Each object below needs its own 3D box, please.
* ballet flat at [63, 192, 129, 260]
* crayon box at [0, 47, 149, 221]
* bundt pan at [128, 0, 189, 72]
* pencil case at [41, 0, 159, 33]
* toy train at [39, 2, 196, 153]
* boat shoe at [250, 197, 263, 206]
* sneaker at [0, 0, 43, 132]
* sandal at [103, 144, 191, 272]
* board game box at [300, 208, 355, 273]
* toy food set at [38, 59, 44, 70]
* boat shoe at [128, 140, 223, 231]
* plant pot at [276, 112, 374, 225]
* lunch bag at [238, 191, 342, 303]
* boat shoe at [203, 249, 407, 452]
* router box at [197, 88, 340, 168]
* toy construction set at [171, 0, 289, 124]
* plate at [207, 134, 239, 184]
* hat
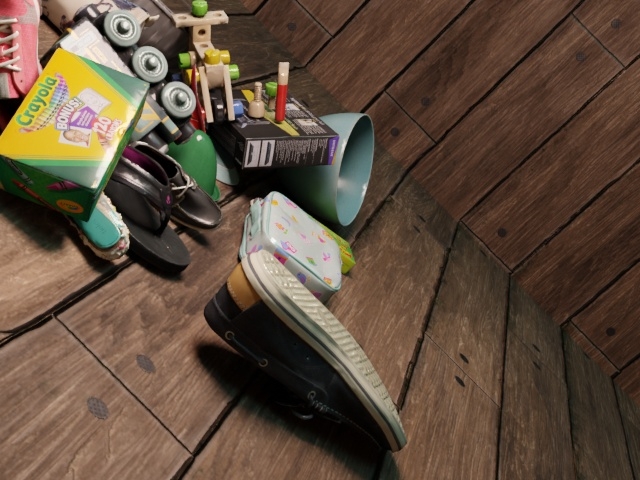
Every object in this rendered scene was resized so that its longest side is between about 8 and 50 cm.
[{"bbox_3d":[-0.390,-0.059,1.568,0.241,0.091,0.077,57,-10,19],"label":"ballet flat"},{"bbox_3d":[-0.399,-0.175,1.533,0.165,0.081,0.278,21,46,-7],"label":"crayon box"},{"bbox_3d":[-0.426,-0.536,2.348,0.331,0.124,0.331,43,4,-4],"label":"bundt pan"},{"bbox_3d":[-0.565,-0.576,2.123,0.410,0.160,0.183,44,43,-3],"label":"pencil case"},{"bbox_3d":[-0.395,-0.303,1.891,0.334,0.142,0.190,52,57,-15],"label":"toy train"},{"bbox_3d":[-0.073,-0.034,2.203,0.206,0.065,0.075,45,18,-2],"label":"boat shoe"},{"bbox_3d":[-0.501,-0.298,1.539,0.314,0.116,0.136,92,-10,-47],"label":"sneaker"},{"bbox_3d":[-0.367,-0.134,1.695,0.446,0.107,0.167,52,19,11],"label":"sandal"},{"bbox_3d":[0.000,0.000,2.326,0.181,0.043,0.092,35,21,-29],"label":"board game box"},{"bbox_3d":[-0.545,-0.327,1.866,0.083,0.020,0.082,25,27,-46],"label":"toy food set"},{"bbox_3d":[-0.281,-0.101,1.825,0.233,0.084,0.079,41,-22,-12],"label":"boat shoe"},{"bbox_3d":[0.001,-0.197,2.462,0.195,0.290,0.290,12,10,18],"label":"plant pot"},{"bbox_3d":[-0.067,0.020,2.031,0.224,0.108,0.279,36,19,-16],"label":"lunch bag"},{"bbox_3d":[-0.016,0.220,1.658,0.500,0.156,0.187,48,9,-33],"label":"boat shoe"},{"bbox_3d":[-0.134,-0.273,2.282,0.243,0.081,0.309,-5,31,-28],"label":"router box"},{"bbox_3d":[-0.222,-0.405,2.158,0.309,0.237,0.257,8,29,1],"label":"toy construction set"},{"bbox_3d":[-0.256,-0.204,2.234,0.188,0.024,0.188,41,18,-16],"label":"plate"},{"bbox_3d":[-0.239,-0.215,2.034,0.208,0.183,0.173,35,20,-28],"label":"hat"}]
